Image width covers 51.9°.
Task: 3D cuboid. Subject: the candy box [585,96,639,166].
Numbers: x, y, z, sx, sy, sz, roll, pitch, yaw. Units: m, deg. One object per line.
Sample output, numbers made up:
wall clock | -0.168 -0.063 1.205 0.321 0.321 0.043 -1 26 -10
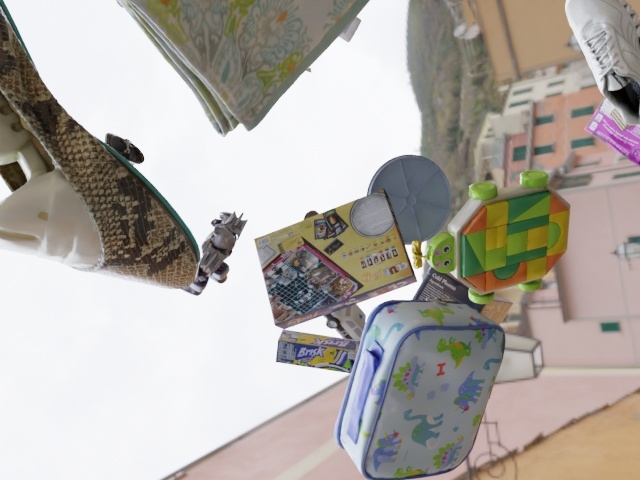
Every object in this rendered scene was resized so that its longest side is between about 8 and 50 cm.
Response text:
candy box | 0.699 -0.295 1.395 0.071 0.159 0.233 -4 -49 -38

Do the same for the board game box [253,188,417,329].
board game box | 0.021 0.033 1.104 0.042 0.244 0.165 47 -155 -64

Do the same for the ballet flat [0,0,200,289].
ballet flat | -0.342 -0.103 0.724 0.482 0.164 0.182 54 -136 -6

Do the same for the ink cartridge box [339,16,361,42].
ink cartridge box | -0.007 -0.459 1.285 0.181 0.056 0.224 30 -161 -7

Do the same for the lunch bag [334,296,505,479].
lunch bag | 0.116 0.178 0.794 0.176 0.090 0.218 3 -70 -29

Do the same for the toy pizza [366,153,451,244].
toy pizza | 0.194 -0.090 1.457 0.202 0.032 0.201 -1 -84 -14

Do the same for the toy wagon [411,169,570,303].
toy wagon | 0.357 0.007 1.368 0.345 0.068 0.267 -14 -63 -14

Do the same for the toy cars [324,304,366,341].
toy cars | 0.122 0.304 1.712 0.176 0.087 0.393 1 -116 -61

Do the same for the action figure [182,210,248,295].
action figure | -0.243 0.033 1.432 0.099 0.285 0.185 41 -122 3

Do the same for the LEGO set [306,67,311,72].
LEGO set | -0.150 -0.522 1.960 0.182 0.244 0.060 39 -151 -28

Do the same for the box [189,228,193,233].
box | -0.396 -0.067 1.301 0.290 0.087 0.169 42 -177 -12

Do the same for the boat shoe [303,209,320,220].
boat shoe | 0.000 0.000 1.946 0.072 0.068 0.189 44 -154 -58

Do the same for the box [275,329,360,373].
box | -0.004 0.230 1.363 0.059 0.169 0.054 -66 -17 -73

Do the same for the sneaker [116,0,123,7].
sneaker | -0.347 -0.517 1.305 0.170 0.071 0.068 -45 -15 -30

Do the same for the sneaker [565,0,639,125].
sneaker | 0.555 -0.348 1.239 0.118 0.110 0.292 -39 -84 -38

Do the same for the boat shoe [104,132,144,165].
boat shoe | -0.384 -0.178 1.289 0.125 0.038 0.046 65 -152 -73

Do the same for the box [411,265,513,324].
box | 0.351 0.253 1.826 0.312 0.179 0.343 -61 -26 8

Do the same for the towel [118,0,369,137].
towel | -0.071 -0.350 0.857 0.374 0.090 0.320 -52 -27 -8
